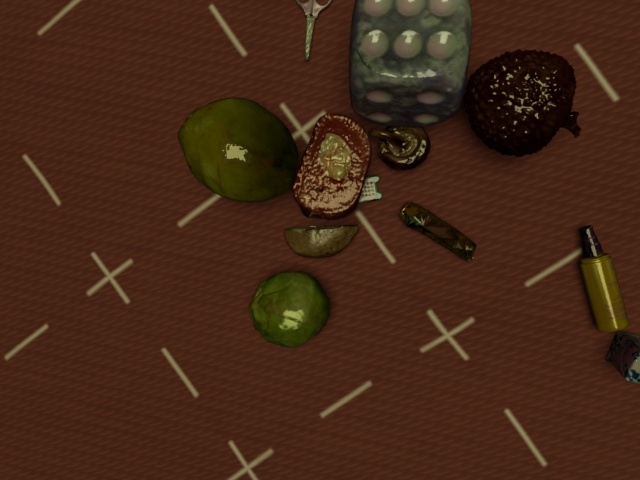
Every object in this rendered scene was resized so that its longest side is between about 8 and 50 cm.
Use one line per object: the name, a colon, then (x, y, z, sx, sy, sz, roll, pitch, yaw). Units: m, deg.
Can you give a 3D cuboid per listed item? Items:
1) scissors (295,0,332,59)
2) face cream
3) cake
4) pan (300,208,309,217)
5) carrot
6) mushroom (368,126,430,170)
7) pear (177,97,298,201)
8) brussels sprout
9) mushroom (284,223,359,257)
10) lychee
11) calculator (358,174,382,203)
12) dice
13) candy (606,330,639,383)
scissors: (-0.027, -0.600, 1.433, 0.111, 0.021, 0.212, 6, 94, 4)
face cream: (0.722, 0.095, 1.351, 0.078, 0.078, 0.273, -16, 91, 8)
cake: (0.037, -0.183, 1.376, 0.177, 0.151, 0.282, 21, 85, 3)
pan: (-0.001, -0.104, 1.457, 0.115, 0.023, 0.068, -20, 90, 10)
carrot: (0.317, -0.025, 1.407, 0.229, 0.069, 0.069, 33, 97, 4)
mushroom: (0.207, -0.259, 1.396, 0.171, 0.080, 0.135, 27, 83, 6)
pear: (-0.212, -0.234, 1.364, 0.321, 0.269, 0.269, 24, 96, -6)
brussels sprout: (-0.083, 0.184, 1.416, 0.223, 0.161, 0.223, 0, 94, 0)
mushroom: (0.001, 0.000, 1.441, 0.210, 0.072, 0.094, 0, 102, 7)
lychee: (0.496, -0.330, 1.264, 0.300, 0.264, 0.264, 25, 96, 3)
calculator: (0.099, -0.137, 1.446, 0.141, 0.019, 0.094, -9, 96, 8)
dice: (0.210, -0.446, 1.264, 0.270, 0.271, 0.270, 3, 80, 7)
candy: (0.790, 0.297, 1.316, 0.073, 0.160, 0.092, 17, 102, 9)
